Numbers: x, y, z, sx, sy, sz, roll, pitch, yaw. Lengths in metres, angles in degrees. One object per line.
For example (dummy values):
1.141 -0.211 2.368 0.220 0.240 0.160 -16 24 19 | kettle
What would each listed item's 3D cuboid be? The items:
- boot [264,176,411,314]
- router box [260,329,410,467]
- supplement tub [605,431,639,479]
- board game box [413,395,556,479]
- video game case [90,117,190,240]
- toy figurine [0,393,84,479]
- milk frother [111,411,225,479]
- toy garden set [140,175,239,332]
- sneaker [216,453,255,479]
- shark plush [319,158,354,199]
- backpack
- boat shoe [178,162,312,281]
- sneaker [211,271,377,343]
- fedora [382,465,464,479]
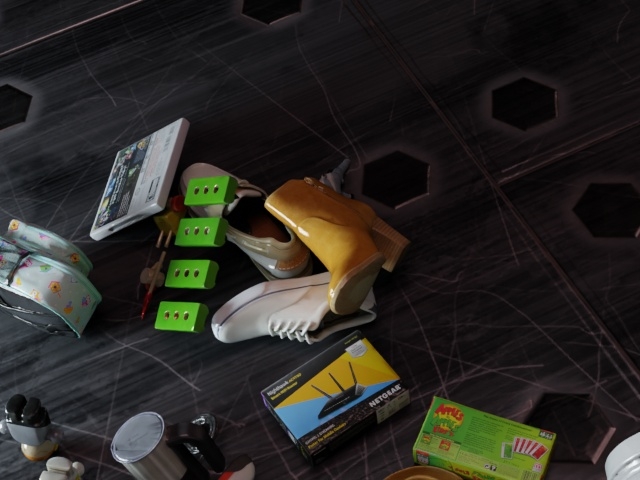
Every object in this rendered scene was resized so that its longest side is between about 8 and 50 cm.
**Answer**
0.001 -0.001 1.842 0.211 0.104 0.295 31 24 11 | boot
0.022 0.231 1.811 0.179 0.046 0.133 -32 55 -16 | router box
0.479 0.407 1.501 0.235 0.235 0.325 -7 52 2 | supplement tub
0.231 0.294 1.739 0.181 0.043 0.092 16 56 18 | board game box
-0.302 -0.103 2.065 0.173 0.022 0.190 -22 43 37 | video game case
-0.440 0.347 1.727 0.209 0.148 0.213 -27 52 -20 | toy figurine
-0.212 0.284 1.737 0.129 0.135 0.143 -31 38 0 | milk frother
-0.211 0.025 1.943 0.203 0.049 0.244 -1 72 50 | toy garden set
-0.119 0.426 1.662 0.145 0.090 0.270 30 49 7 | sneaker
0.024 -0.074 2.060 0.067 0.073 0.161 20 34 -2 | shark plush
-0.433 0.065 1.920 0.188 0.166 0.144 28 70 22 | backpack
-0.125 -0.049 2.007 0.113 0.103 0.302 -40 58 -22 | boat shoe
-0.036 0.113 1.879 0.258 0.094 0.091 -17 48 -7 | sneaker
0.136 0.382 1.661 0.194 0.079 0.194 -4 53 5 | fedora
